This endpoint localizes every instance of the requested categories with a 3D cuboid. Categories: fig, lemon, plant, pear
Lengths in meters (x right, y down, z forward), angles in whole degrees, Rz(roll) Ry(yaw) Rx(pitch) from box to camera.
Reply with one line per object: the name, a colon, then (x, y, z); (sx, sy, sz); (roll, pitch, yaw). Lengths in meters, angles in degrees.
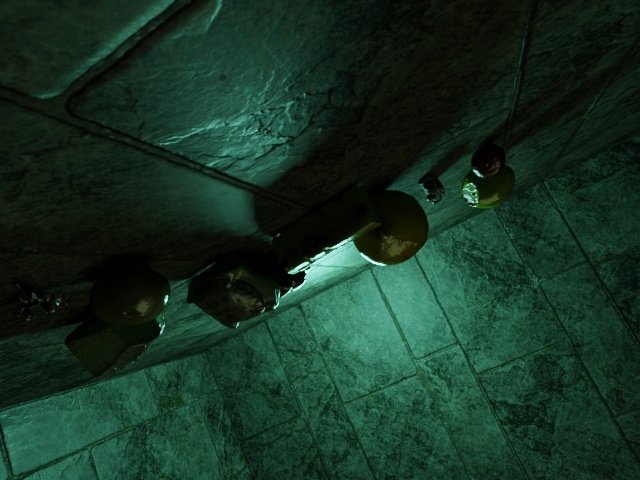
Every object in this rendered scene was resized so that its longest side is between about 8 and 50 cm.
fig: (0.590, -0.273, 1.533); (0.119, 0.119, 0.153); (-33, 164, 33)
lemon: (0.228, -0.042, 1.470); (0.258, 0.258, 0.310); (-29, 173, 18)
plant: (-0.170, 0.128, 1.650); (0.256, 0.164, 0.142); (-1, 156, -35)
pear: (0.672, -0.224, 1.746); (0.219, 0.187, 0.187); (-24, 168, -12)

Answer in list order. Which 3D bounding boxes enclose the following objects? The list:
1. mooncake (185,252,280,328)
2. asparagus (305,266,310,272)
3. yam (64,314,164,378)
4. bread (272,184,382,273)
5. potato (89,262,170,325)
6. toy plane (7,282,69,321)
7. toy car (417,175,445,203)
mooncake: (-0.293, 0.186, 1.485); (0.254, 0.136, 0.250); (-30, 127, 26)
asparagus: (-0.134, 0.126, 1.923); (0.067, 0.060, 0.277); (-21, 171, 33)
yam: (-0.616, 0.278, 1.367); (0.271, 0.202, 0.201); (-36, -175, 37)
bread: (0.006, -0.027, 1.380); (0.361, 0.138, 0.077); (-31, 164, 25)
potato: (-0.479, 0.139, 1.117); (0.177, 0.160, 0.235); (22, 164, -18)
toy plane: (-0.648, 0.139, 0.999); (0.130, 0.061, 0.189); (-19, 166, -21)
toy car: (0.411, -0.189, 1.618); (0.070, 0.080, 0.170); (-31, 165, 19)
